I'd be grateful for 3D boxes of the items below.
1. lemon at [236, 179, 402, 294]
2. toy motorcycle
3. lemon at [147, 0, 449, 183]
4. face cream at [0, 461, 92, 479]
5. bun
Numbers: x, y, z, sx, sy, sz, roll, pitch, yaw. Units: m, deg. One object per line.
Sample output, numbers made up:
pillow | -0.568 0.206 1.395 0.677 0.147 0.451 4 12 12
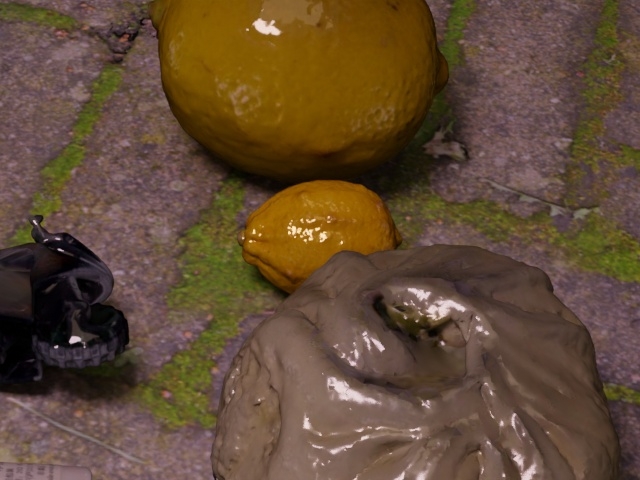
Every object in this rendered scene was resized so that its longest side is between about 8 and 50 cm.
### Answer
lemon | 0.000 0.000 1.733 0.155 0.114 0.114 -4 43 -10
toy motorcycle | -0.291 0.054 1.619 0.270 0.106 0.159 3 36 8
lemon | -0.020 -0.179 1.832 0.284 0.260 0.260 10 36 -32
face cream | -0.314 0.208 1.452 0.269 0.082 0.082 4 41 -7
bun | 0.083 0.138 1.517 0.360 0.211 0.359 6 42 -6
